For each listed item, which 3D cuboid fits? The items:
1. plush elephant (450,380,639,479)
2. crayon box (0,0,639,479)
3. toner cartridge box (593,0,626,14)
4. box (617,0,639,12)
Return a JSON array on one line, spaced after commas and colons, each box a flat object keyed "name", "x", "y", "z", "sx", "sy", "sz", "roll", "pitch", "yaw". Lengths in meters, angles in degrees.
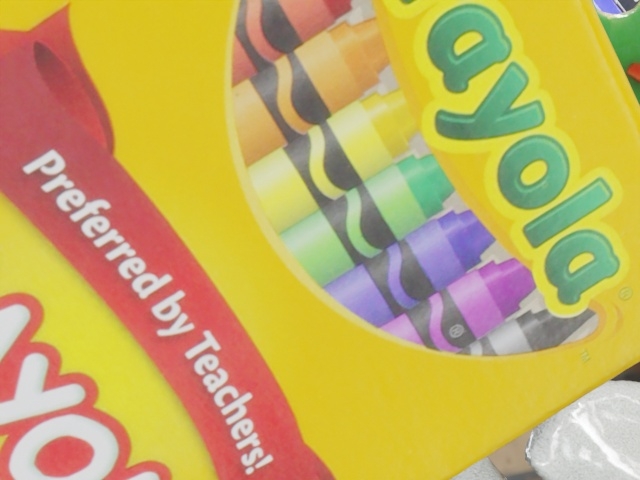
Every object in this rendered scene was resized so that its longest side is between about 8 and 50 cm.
[{"name": "plush elephant", "x": 0.134, "y": 0.228, "z": 0.987, "sx": 0.255, "sy": 0.272, "sz": 0.330, "roll": 6, "pitch": -21, "yaw": 4}, {"name": "crayon box", "x": -0.031, "y": -0.013, "z": 0.440, "sx": 0.318, "sy": 0.202, "sz": 0.081, "roll": -33, "pitch": 33, "yaw": 0}, {"name": "toner cartridge box", "x": 0.000, "y": 0.000, "z": 0.852, "sx": 0.348, "sy": 0.075, "sz": 0.165, "roll": -38, "pitch": 1, "yaw": -17}, {"name": "box", "x": 0.037, "y": -0.284, "z": 1.400, "sx": 0.297, "sy": 0.480, "sz": 0.472, "roll": 15, "pitch": 47, "yaw": 45}]
